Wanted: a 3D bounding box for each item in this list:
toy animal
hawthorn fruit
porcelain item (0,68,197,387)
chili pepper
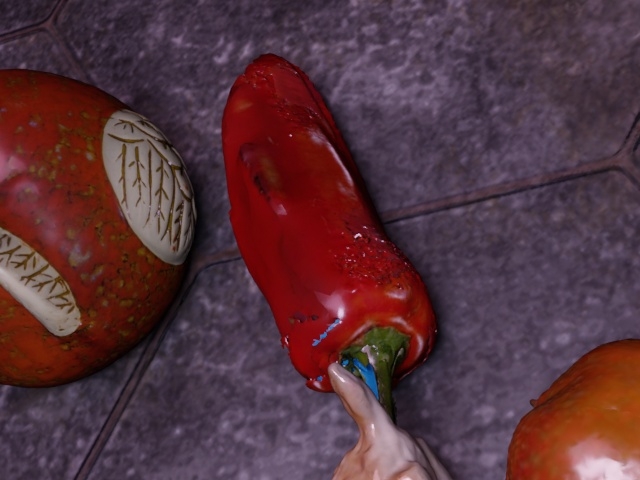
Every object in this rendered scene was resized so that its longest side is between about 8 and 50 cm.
[{"bbox_3d":[0.001,0.190,0.922,0.185,0.104,0.184,-37,94,15],"label":"toy animal"},{"bbox_3d":[0.236,0.163,0.836,0.285,0.165,0.165,22,74,19],"label":"hawthorn fruit"},{"bbox_3d":[-0.223,-0.025,1.128,0.253,0.253,0.253,-14,57,22],"label":"porcelain item"},{"bbox_3d":[0.000,0.000,1.075,0.110,0.110,0.387,-31,48,9],"label":"chili pepper"}]
